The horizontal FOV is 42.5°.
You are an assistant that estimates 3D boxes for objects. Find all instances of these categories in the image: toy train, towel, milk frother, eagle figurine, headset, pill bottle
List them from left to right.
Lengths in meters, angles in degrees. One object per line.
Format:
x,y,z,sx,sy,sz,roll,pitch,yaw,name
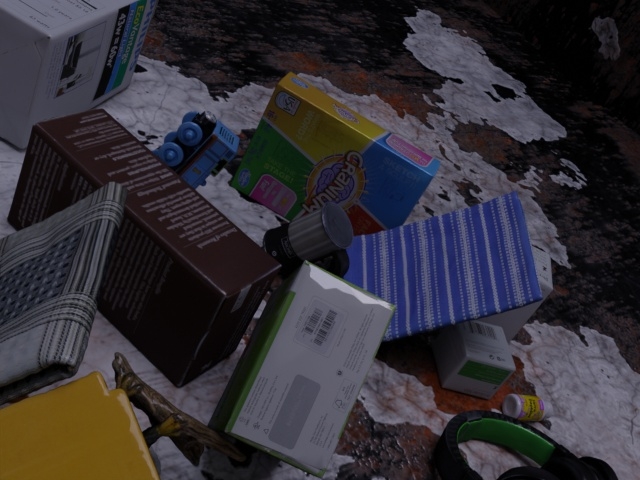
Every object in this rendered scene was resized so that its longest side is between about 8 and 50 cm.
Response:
-0.375,0.079,0.920,0.056,0.324,0.312,54,20,-34,towel
-0.271,0.269,0.874,0.226,0.225,0.298,9,49,47,eagle figurine
-0.225,-0.137,1.399,0.105,0.184,0.080,40,22,-18,toy train
0.000,0.000,1.421,0.129,0.134,0.143,57,34,-16,milk frother
0.183,0.046,1.368,0.243,0.335,0.040,-88,154,-45,towel
0.354,0.285,1.402,0.083,0.043,0.043,10,39,-27,pill bottle
0.324,0.409,1.181,0.243,0.185,0.394,1,29,-42,headset

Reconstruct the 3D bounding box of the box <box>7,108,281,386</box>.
-0.260,0.001,1.179,0.381,0.191,0.143,42,36,16,box

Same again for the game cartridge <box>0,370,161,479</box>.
-0.284,0.300,0.723,0.323,0.053,0.285,-21,70,-17,game cartridge

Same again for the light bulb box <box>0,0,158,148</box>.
-0.537,-0.396,1.446,0.357,0.225,0.361,31,33,3,light bulb box

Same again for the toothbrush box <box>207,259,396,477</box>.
-0.034,0.160,1.008,0.122,0.283,0.206,26,76,-4,toothbrush box

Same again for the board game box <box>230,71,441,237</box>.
0.022,-0.122,1.500,0.316,0.242,0.064,31,35,1,board game box

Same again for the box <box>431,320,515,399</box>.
0.258,0.198,1.403,0.101,0.087,0.102,17,37,-19,box

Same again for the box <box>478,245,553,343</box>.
0.298,0.079,1.501,0.181,0.182,0.119,27,34,-6,box
